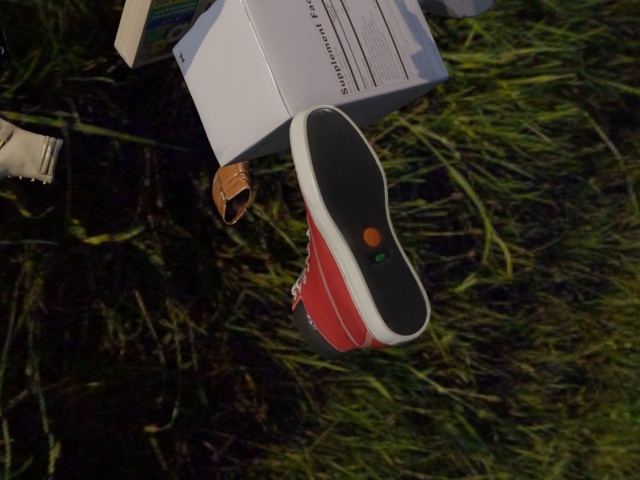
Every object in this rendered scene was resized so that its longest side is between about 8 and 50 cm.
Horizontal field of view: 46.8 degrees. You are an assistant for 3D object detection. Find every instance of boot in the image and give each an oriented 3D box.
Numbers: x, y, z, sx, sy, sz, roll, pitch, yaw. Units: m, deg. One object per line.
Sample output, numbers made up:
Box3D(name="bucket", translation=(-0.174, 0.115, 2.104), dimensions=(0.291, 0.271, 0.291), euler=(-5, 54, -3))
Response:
Box3D(name="boot", translation=(-0.155, -0.139, 1.425), dimensions=(0.072, 0.152, 0.197), euler=(9, 119, -20))
Box3D(name="boot", translation=(0.000, 0.000, 0.752), dimensions=(0.088, 0.176, 0.244), euler=(-16, 84, -33))
Box3D(name="boot", translation=(-0.748, -0.164, 1.775), dimensions=(0.203, 0.095, 0.262), euler=(18, 116, -26))

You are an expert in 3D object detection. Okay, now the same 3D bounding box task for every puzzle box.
Box3D(name="puzzle box", translation=(-0.105, -0.418, 1.135), dimensions=(0.408, 0.272, 0.052), euler=(-29, 77, -35))

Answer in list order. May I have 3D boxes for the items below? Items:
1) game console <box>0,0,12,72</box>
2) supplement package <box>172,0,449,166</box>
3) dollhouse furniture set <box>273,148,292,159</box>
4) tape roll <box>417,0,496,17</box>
Box3D(name="game console", translation=(-0.572, -0.465, 1.208), dimensions=(0.043, 0.213, 0.361), euler=(-14, 129, -16))
Box3D(name="supplement package", translation=(-0.009, -0.234, 0.980), dimensions=(0.292, 0.177, 0.175), euler=(-22, 89, -38))
Box3D(name="dollhouse furniture set", translation=(-0.075, -0.290, 1.587), dimensions=(0.184, 0.129, 0.129), euler=(-54, -178, 11))
Box3D(name="tape roll", translation=(0.181, -0.435, 1.110), dimensions=(0.219, 0.219, 0.072), euler=(41, 73, -40))
